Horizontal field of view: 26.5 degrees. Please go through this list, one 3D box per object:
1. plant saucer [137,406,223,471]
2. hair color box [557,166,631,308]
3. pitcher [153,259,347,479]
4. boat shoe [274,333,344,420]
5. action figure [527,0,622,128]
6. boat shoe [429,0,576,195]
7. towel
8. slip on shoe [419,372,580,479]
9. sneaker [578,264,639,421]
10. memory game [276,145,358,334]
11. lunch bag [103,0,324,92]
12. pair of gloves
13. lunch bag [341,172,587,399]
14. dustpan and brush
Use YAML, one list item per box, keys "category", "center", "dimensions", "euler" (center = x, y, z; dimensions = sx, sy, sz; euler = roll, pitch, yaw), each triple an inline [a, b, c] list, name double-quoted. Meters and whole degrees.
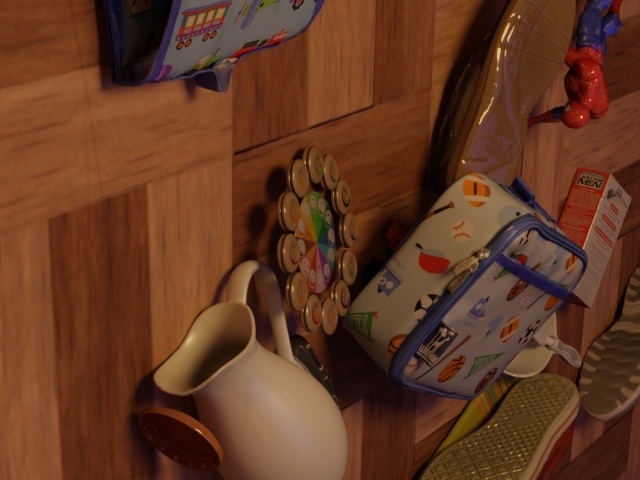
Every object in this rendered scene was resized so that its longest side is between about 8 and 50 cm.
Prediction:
- category: "plant saucer"
  center: [-0.121, 0.173, 1.194]
  dimensions: [0.013, 0.083, 0.083]
  euler: [-57, 143, -33]
- category: "hair color box"
  center: [0.357, -0.003, 1.838]
  dimensions: [0.093, 0.053, 0.167]
  euler: [35, 75, -53]
- category: "pitcher"
  center: [-0.049, 0.138, 1.266]
  dimensions: [0.207, 0.125, 0.177]
  euler: [57, 44, -34]
- category: "boat shoe"
  center: [-0.005, 0.149, 1.385]
  dimensions: [0.040, 0.049, 0.142]
  euler: [-57, 140, -25]
- category: "action figure"
  center: [0.288, -0.226, 1.632]
  dimensions: [0.280, 0.139, 0.091]
  euler: [-74, 151, -43]
- category: "boat shoe"
  center: [0.192, -0.173, 1.499]
  dimensions: [0.103, 0.092, 0.285]
  euler: [21, 88, -37]
- category: "towel"
  center: [0.188, 0.257, 1.733]
  dimensions: [0.237, 0.021, 0.102]
  euler: [-51, 134, -29]
- category: "slip on shoe"
  center: [0.224, 0.285, 1.681]
  dimensions: [0.331, 0.123, 0.101]
  euler: [-37, 131, -45]
- category: "sneaker"
  center: [0.478, 0.168, 2.033]
  dimensions: [0.281, 0.105, 0.115]
  euler: [-53, 141, -29]
- category: "memory game"
  center: [0.000, 0.000, 1.312]
  dimensions: [0.186, 0.012, 0.186]
  euler: [-2, 90, -67]
- category: "lunch bag"
  center: [-0.066, -0.255, 1.081]
  dimensions: [0.221, 0.138, 0.293]
  euler: [-30, 136, -49]
- category: "pair of gloves"
  center: [0.073, 0.023, 1.478]
  dimensions: [0.083, 0.010, 0.074]
  euler: [-61, 145, -14]
- category: "lunch bag"
  center: [0.166, 0.051, 1.458]
  dimensions: [0.243, 0.115, 0.303]
  euler: [-48, 155, 8]
- category: "dustpan and brush"
  center: [0.281, 0.123, 1.754]
  dimensions: [0.211, 0.060, 0.147]
  euler: [41, 58, -54]
